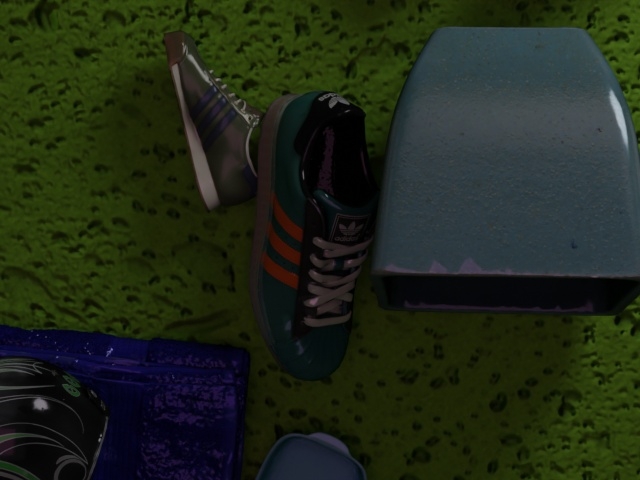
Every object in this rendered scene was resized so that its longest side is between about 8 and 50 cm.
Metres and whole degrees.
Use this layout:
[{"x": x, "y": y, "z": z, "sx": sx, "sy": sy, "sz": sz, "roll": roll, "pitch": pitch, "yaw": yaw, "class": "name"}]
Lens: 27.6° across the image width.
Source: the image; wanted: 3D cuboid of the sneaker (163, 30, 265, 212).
[{"x": -0.102, "y": -0.131, "z": 1.365, "sx": 0.086, "sy": 0.064, "sz": 0.192, "roll": -13, "pitch": 96, "yaw": -1, "class": "sneaker"}]

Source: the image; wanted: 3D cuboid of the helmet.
[{"x": -0.309, "y": 0.197, "z": 1.298, "sx": 0.161, "sy": 0.169, "sz": 0.169, "roll": 23, "pitch": 99, "yaw": -16, "class": "helmet"}]

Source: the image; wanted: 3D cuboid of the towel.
[{"x": -0.236, "y": 0.213, "z": 1.408, "sx": 0.308, "sy": 0.076, "sz": 0.227, "roll": 6, "pitch": 97, "yaw": 5, "class": "towel"}]

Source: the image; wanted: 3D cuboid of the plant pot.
[{"x": 0.179, "y": -0.068, "z": 1.262, "sx": 0.248, "sy": 0.247, "sz": 0.252, "roll": 1, "pitch": 79, "yaw": 5, "class": "plant pot"}]

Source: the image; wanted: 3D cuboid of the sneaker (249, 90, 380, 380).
[{"x": 0.000, "y": 0.000, "z": 1.322, "sx": 0.108, "sy": 0.121, "sz": 0.302, "roll": -6, "pitch": 97, "yaw": -32, "class": "sneaker"}]

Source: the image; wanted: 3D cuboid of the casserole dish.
[{"x": -0.023, "y": 0.292, "z": 1.418, "sx": 0.114, "sy": 0.037, "sz": 0.188, "roll": 25, "pitch": 99, "yaw": 2, "class": "casserole dish"}]
